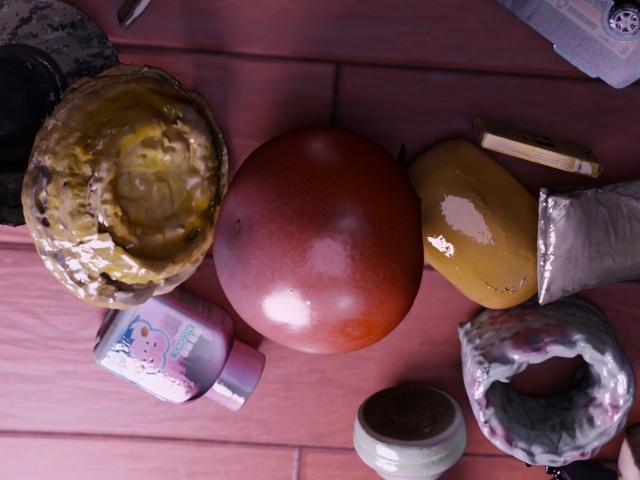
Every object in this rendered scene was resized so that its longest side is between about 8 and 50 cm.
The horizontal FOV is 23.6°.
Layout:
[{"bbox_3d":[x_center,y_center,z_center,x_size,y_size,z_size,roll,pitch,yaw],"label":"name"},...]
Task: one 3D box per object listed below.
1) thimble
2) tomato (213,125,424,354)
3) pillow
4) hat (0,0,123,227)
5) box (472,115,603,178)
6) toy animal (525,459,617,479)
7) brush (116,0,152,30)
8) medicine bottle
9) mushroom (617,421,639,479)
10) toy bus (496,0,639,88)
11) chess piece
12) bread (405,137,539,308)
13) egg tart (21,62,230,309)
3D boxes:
[{"bbox_3d":[0.266,0.162,1.852,0.211,0.149,0.185,18,110,-9],"label":"thimble"},{"bbox_3d":[0.000,0.000,1.720,0.224,0.256,0.256,9,111,-32],"label":"tomato"},{"bbox_3d":[0.352,-0.010,1.807,0.230,0.050,0.148,-10,122,-25],"label":"pillow"},{"bbox_3d":[-0.354,-0.149,1.703,0.265,0.128,0.265,-10,105,-40],"label":"hat"},{"bbox_3d":[0.253,-0.109,1.792,0.149,0.073,0.020,15,109,-8],"label":"box"},{"bbox_3d":[0.303,0.342,1.969,0.117,0.121,0.210,-20,140,-43],"label":"toy animal"},{"bbox_3d":[-0.108,-0.351,1.691,0.050,0.060,0.321,38,103,-26],"label":"brush"},{"bbox_3d":[-0.166,0.129,1.839,0.188,0.094,0.119,30,104,-13],"label":"medicine bottle"},{"bbox_3d":[0.500,0.305,1.888,0.236,0.162,0.173,-16,114,-13],"label":"mushroom"},{"bbox_3d":[0.275,-0.277,1.729,0.262,0.091,0.109,34,115,-13],"label":"toy bus"},{"bbox_3d":[0.113,0.323,1.926,0.139,0.139,0.271,-4,122,-2],"label":"chess piece"},{"bbox_3d":[0.187,-0.014,1.811,0.217,0.098,0.147,39,99,-17],"label":"bread"},{"bbox_3d":[-0.201,-0.058,1.710,0.279,0.095,0.279,-8,102,-40],"label":"egg tart"}]
